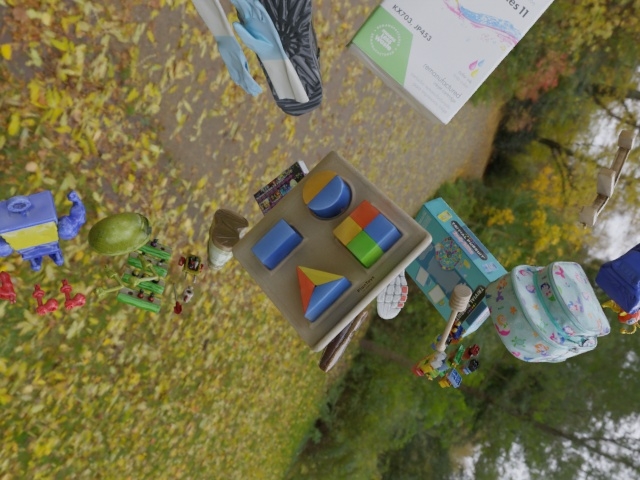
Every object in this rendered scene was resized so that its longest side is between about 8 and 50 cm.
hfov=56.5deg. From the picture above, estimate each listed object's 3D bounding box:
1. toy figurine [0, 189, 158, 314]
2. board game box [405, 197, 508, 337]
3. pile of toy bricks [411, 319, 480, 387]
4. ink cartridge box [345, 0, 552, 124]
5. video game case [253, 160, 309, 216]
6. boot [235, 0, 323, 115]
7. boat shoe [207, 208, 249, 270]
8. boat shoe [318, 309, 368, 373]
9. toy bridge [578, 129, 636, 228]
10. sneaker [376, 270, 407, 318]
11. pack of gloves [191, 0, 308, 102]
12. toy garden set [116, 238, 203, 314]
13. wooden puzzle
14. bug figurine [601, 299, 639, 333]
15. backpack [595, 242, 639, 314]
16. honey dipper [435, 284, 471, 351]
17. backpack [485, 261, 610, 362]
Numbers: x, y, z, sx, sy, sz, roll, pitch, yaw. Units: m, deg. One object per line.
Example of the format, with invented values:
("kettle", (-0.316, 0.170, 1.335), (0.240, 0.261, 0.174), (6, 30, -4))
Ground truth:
("toy figurine", (-0.497, -0.003, 1.098), (0.363, 0.191, 0.217), (-15, 148, -16))
("board game box", (0.383, 0.082, 1.750), (0.079, 0.336, 0.253), (-21, 152, -31))
("pile of toy bricks", (0.287, 0.285, 1.401), (0.105, 0.118, 0.212), (-35, -178, 36))
("ink cartridge box", (0.232, -0.387, 0.951), (0.353, 0.207, 0.119), (-50, -171, 8))
("video game case", (-0.101, -0.127, 2.055), (0.232, 0.210, 0.042), (-34, 172, 32))
("boot", (-0.082, -0.544, 1.313), (0.445, 0.146, 0.367), (-90, 173, -46))
("boat shoe", (-0.271, -0.011, 1.668), (0.089, 0.105, 0.285), (-62, -173, 19))
("boat shoe", (0.049, 0.263, 1.638), (0.207, 0.073, 0.073), (-58, 160, -3))
("toy bridge", (0.480, -0.095, 1.000), (0.188, 0.026, 0.063), (-56, 147, -17))
("sneaker", (0.145, 0.089, 1.236), (0.065, 0.061, 0.157), (125, -21, -70))
("pack of gloves", (-0.145, -0.348, 1.097), (0.046, 0.195, 0.232), (-50, 134, -25))
("toy garden set", (-0.412, 0.090, 1.579), (0.049, 0.204, 0.244), (-53, -154, 31))
("wooden puzzle", (0.000, 0.000, 1.214), (0.322, 0.348, 0.080), (-45, 145, 1))
("bug figurine", (0.708, 0.089, 1.156), (0.216, 0.072, 0.279), (-13, 161, -45))
("backpack", (0.567, 0.056, 1.038), (0.120, 0.098, 0.101), (-26, 148, -10))
("honey dipper", (0.222, 0.137, 1.008), (0.030, 0.030, 0.160), (-54, 159, -42))
("backpack", (0.504, 0.158, 1.342), (0.254, 0.225, 0.191), (4, 148, -33))
